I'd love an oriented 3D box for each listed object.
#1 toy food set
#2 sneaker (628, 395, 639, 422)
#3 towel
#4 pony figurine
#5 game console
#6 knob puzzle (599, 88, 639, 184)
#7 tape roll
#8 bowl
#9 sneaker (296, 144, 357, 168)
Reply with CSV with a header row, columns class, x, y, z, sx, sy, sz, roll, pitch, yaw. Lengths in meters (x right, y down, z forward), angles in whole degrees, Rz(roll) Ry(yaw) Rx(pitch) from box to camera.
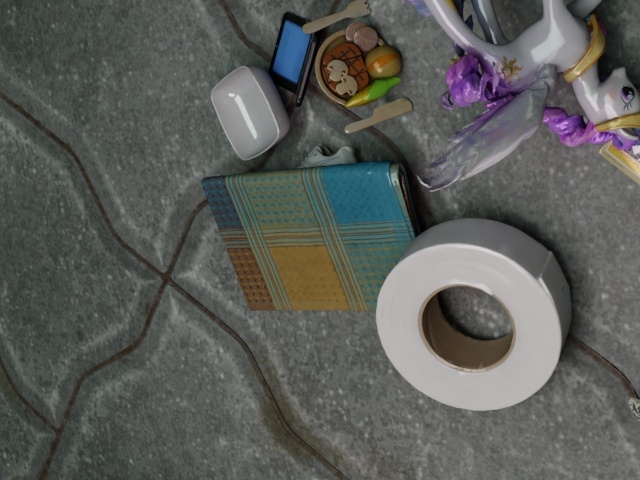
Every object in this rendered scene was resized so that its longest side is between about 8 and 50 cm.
class,x,y,z,sx,sy,sz,roll,pitch,yaw
toy food set,0.057,-0.271,1.818,0.132,0.038,0.192,-24,90,-7
sneaker,0.550,0.148,1.603,0.182,0.158,0.410,48,120,34
towel,0.000,0.000,1.923,0.370,0.040,0.271,-2,119,31
pony figurine,0.268,-0.232,1.595,0.351,0.303,0.363,-26,97,14
game console,-0.046,-0.293,1.903,0.071,0.107,0.122,15,115,-1
knob puzzle,0.500,-0.142,1.609,0.213,0.030,0.213,10,108,32
tape roll,0.232,0.111,1.775,0.286,0.100,0.286,9,117,19
bowl,-0.109,-0.216,1.960,0.142,0.053,0.142,-27,88,53
sneaker,-0.012,-0.112,1.942,0.191,0.071,0.083,-13,83,32
